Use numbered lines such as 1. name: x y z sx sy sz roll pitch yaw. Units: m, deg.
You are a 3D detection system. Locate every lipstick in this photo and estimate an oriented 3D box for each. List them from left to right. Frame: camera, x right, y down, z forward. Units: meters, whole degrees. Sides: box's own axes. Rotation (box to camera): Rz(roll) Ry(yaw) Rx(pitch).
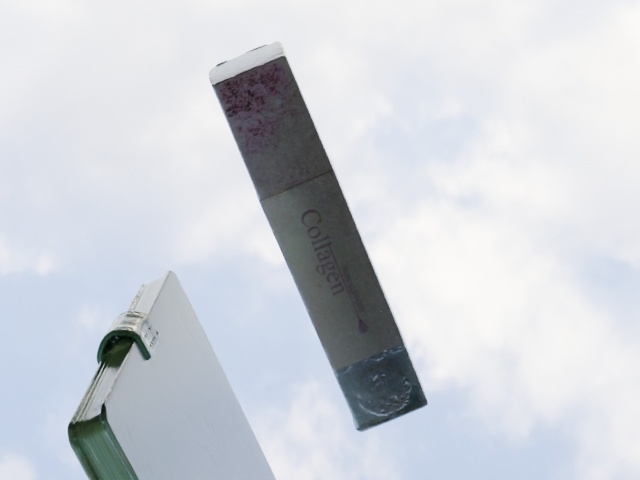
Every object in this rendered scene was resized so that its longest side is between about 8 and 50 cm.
1. lipstick: 0.000 0.000 1.128 0.066 0.317 0.068 -22 -160 2

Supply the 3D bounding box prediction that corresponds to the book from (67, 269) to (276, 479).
1. book: -0.045 0.071 0.462 0.017 0.103 0.135 -22 -165 9
